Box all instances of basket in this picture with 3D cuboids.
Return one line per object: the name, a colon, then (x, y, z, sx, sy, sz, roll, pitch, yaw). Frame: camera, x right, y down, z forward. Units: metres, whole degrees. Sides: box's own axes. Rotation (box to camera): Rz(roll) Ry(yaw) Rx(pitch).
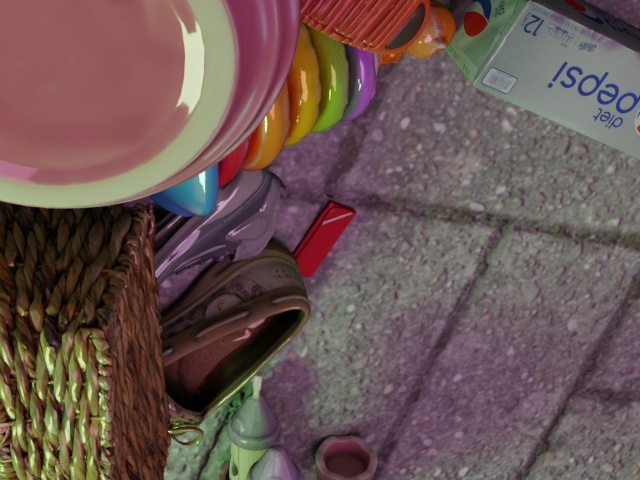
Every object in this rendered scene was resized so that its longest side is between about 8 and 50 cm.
basket: (-0.253, 0.130, 1.228, 0.223, 0.213, 0.299, 4, 129, 4)

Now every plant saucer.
plant saucer: (-0.178, -0.141, 0.974, 0.332, 0.084, 0.332, 0, 130, -1)

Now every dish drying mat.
dish drying mat: (0.000, 0.000, 1.407, 0.032, 0.008, 0.083, 18, 117, -34)

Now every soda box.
soda box: (0.245, -0.150, 1.330, 0.286, 0.098, 0.091, 18, 116, -33)

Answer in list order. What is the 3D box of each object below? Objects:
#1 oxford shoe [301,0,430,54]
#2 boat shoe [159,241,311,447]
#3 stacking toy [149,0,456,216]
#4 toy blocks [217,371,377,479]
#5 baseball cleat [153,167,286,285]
oxford shoe: (-0.027, -0.242, 1.122, 0.271, 0.098, 0.097, 37, 101, -25)
boat shoe: (-0.124, 0.121, 1.396, 0.105, 0.089, 0.285, 29, 113, -37)
stacking toy: (-0.018, -0.145, 1.213, 0.302, 0.175, 0.165, -18, 127, -27)
toy blocks: (-0.061, 0.302, 1.440, 0.309, 0.288, 0.260, -6, 132, -14)
baseball cleat: (-0.115, 0.010, 1.327, 0.206, 0.072, 0.109, -40, 137, 15)
